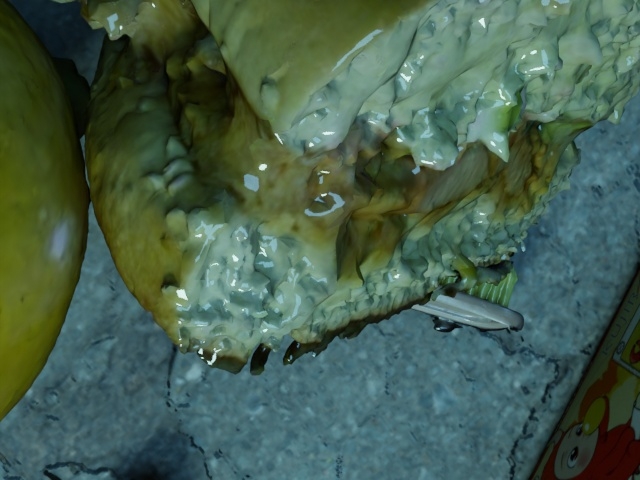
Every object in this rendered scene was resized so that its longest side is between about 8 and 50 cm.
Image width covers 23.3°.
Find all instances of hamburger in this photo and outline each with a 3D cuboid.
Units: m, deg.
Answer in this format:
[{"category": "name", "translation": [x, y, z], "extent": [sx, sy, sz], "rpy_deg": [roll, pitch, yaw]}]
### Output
[{"category": "hamburger", "translation": [0.012, -0.126, 0.897], "extent": [0.287, 0.445, 0.268], "rpy_deg": [40, 117, 18]}]

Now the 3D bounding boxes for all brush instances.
[{"category": "brush", "translation": [0.000, -0.001, 1.069], "extent": [0.312, 0.072, 0.067], "rpy_deg": [16, 75, -15]}]

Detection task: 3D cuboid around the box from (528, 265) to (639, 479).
[{"category": "box", "translation": [0.296, 0.177, 1.079], "extent": [0.213, 0.259, 0.284], "rpy_deg": [24, 95, -17]}]

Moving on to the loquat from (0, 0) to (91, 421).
[{"category": "loquat", "translation": [-0.265, -0.029, 0.860], "extent": [0.359, 0.328, 0.328], "rpy_deg": [-30, 111, -40]}]
